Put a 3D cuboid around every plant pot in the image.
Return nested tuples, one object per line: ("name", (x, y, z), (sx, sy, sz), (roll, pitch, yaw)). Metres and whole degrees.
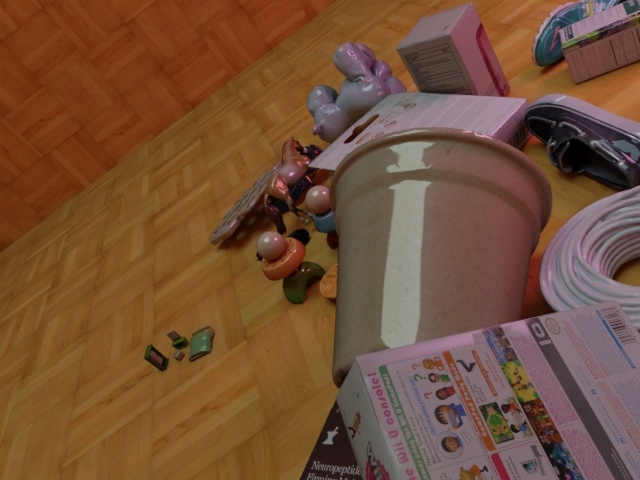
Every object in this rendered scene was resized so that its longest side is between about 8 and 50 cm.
("plant pot", (0.151, 0.070, 0.769), (0.334, 0.334, 0.305), (-14, 50, 34))

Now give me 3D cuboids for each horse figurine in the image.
("horse figurine", (-0.064, -0.137, 1.366), (0.263, 0.174, 0.066), (-56, 2, -29))

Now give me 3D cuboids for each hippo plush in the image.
("hippo plush", (0.096, -0.373, 1.536), (0.236, 0.234, 0.294), (-39, 69, 32))

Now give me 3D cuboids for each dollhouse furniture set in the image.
("dollhouse furniture set", (-0.316, 0.234, 1.237), (0.152, 0.058, 0.076), (-28, 33, 17))

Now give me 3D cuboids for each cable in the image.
("cable", (0.423, 0.033, 0.719), (0.257, 0.089, 0.257), (-17, 37, 32))

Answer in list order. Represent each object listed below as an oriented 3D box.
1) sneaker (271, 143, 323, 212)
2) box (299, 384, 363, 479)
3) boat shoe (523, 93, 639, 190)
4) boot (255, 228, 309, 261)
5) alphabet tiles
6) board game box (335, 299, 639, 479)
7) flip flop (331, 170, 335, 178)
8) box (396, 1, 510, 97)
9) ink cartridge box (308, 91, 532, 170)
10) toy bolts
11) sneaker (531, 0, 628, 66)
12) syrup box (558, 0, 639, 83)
("sneaker", (-0.065, -0.158, 1.494), (0.221, 0.083, 0.087), (-47, -5, 2))
("box", (0.090, 0.292, 0.618), (0.169, 0.167, 0.203), (-15, 34, 43))
("boat shoe", (0.443, -0.166, 0.955), (0.102, 0.108, 0.301), (-38, 38, -3))
("boot", (-0.093, 0.015, 1.318), (0.121, 0.045, 0.099), (-48, 27, -21))
("alphabet tiles", (-0.204, -0.106, 1.544), (0.278, 0.021, 0.284), (-24, 29, 56))
("board game box", (0.195, 0.195, 0.508), (0.304, 0.097, 0.224), (-7, 54, -19))
("flip flop", (0.143, -0.129, 1.241), (0.277, 0.080, 0.112), (13, 59, 34))
("box", (0.306, -0.391, 1.258), (0.149, 0.232, 0.126), (4, 50, 48))
("ink cartridge box", (0.203, -0.195, 1.185), (0.308, 0.091, 0.385), (-44, 36, -21))
("toy bolts", (0.000, 0.000, 1.126), (0.218, 0.158, 0.228), (5, 51, 49))
("sneaker", (0.594, -0.481, 1.218), (0.275, 0.107, 0.110), (-34, 40, 6))
("syrup box", (0.618, -0.419, 1.110), (0.237, 0.096, 0.093), (-18, 36, 31))
